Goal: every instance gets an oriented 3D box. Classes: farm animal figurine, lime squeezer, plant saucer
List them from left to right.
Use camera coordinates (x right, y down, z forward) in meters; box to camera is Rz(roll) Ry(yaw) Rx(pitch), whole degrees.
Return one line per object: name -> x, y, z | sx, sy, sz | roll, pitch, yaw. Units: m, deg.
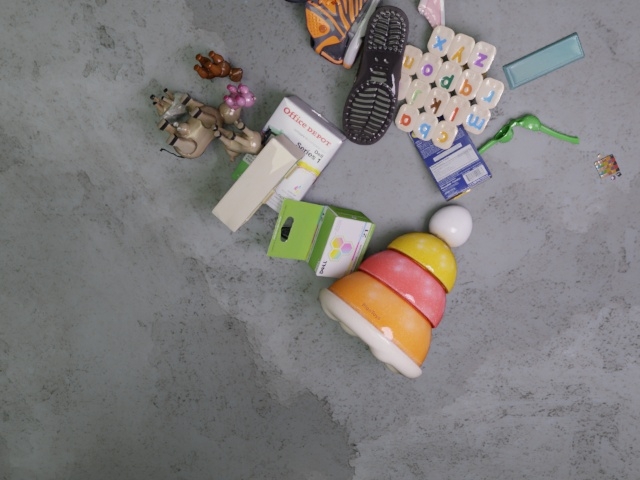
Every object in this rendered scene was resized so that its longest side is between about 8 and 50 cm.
farm animal figurine -> -0.290, -0.326, 1.374 | 0.327, 0.172, 0.330 | -28, 64, 19
lime squeezer -> 0.524, -0.276, 1.337 | 0.311, 0.058, 0.110 | -13, 134, 12
plant saucer -> 0.576, -0.462, 1.283 | 0.192, 0.018, 0.067 | -22, 101, 16

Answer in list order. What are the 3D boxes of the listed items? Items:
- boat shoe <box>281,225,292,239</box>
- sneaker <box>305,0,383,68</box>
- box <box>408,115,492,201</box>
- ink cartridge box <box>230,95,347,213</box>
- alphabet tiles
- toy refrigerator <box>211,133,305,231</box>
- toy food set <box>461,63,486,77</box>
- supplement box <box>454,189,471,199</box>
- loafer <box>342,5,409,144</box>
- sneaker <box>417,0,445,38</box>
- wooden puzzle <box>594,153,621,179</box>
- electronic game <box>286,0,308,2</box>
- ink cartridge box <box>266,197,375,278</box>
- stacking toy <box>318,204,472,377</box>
boat shoe -> -0.059, -0.013, 1.511 | 0.142, 0.040, 0.049 | 10, 108, 7
sneaker -> 0.064, -0.622, 1.265 | 0.180, 0.124, 0.321 | 26, 109, 0
box -> 0.349, -0.235, 1.349 | 0.136, 0.036, 0.225 | -29, 75, 16
ink cartridge box -> -0.087, -0.238, 1.408 | 0.201, 0.117, 0.278 | 37, 109, -2
alphabet tiles -> 0.320, -0.395, 1.296 | 0.284, 0.021, 0.277 | 29, 118, 17
toy refrigerator -> -0.163, -0.151, 1.333 | 0.094, 0.102, 0.269 | 42, 110, -4
toy food set -> 0.399, -0.462, 1.310 | 0.083, 0.020, 0.082 | 6, 107, 8
supplement box -> 0.376, -0.165, 1.390 | 0.055, 0.043, 0.083 | -30, 100, 17
loafer -> 0.157, -0.425, 1.310 | 0.134, 0.130, 0.365 | 19, 125, 3
sneaker -> 0.286, -0.576, 1.282 | 0.070, 0.051, 0.134 | -3, 103, 13
wooden puzzle -> 0.769, -0.197, 1.334 | 0.049, 0.006, 0.083 | -27, 100, 16
electronic game -> -0.021, -0.697, 1.244 | 0.229, 0.048, 0.229 | -10, 69, 26
ink cartridge box -> 0.000, 0.000, 1.413 | 0.255, 0.097, 0.188 | 9, 111, -29
stacking toy -> 0.262, 0.101, 1.367 | 0.351, 0.350, 0.480 | 42, 84, -4
